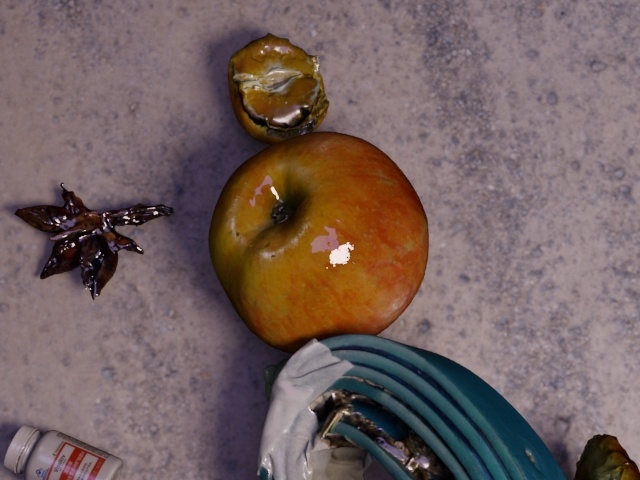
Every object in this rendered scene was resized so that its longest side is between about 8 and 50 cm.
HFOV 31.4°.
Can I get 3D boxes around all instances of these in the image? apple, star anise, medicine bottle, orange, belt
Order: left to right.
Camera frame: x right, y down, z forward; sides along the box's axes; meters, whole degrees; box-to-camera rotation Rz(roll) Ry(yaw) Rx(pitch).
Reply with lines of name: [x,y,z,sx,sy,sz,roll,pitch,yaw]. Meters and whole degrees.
medicine bottle: [-0.335,0.295,1.481,0.140,0.079,0.079,23,77,4]
star anise: [-0.321,0.004,1.566,0.212,0.053,0.157,12,75,-1]
orange: [-0.062,-0.201,1.594,0.160,0.112,0.170,36,45,13]
apple: [0.000,0.000,1.466,0.301,0.301,0.302,0,76,-1]
belt: [0.109,0.305,1.329,0.300,0.173,0.436,-50,56,13]

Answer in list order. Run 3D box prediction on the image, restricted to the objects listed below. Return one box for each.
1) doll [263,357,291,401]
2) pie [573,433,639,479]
doll: [-0.038,0.232,1.508,0.115,0.077,0.150,-1,78,-48]
pie: [0.350,0.413,1.364,0.103,0.288,0.355,-6,81,-4]
